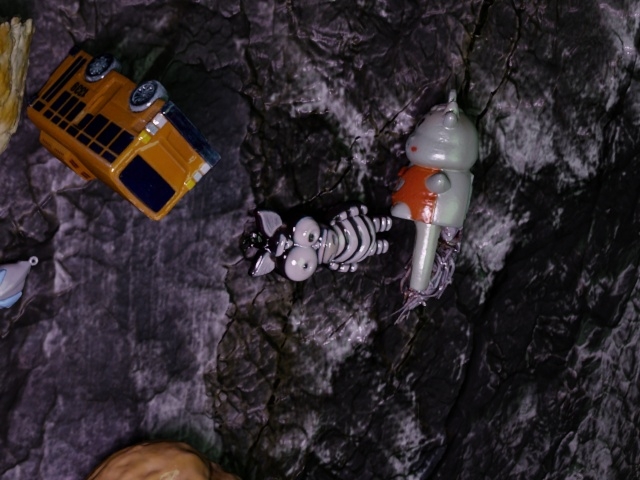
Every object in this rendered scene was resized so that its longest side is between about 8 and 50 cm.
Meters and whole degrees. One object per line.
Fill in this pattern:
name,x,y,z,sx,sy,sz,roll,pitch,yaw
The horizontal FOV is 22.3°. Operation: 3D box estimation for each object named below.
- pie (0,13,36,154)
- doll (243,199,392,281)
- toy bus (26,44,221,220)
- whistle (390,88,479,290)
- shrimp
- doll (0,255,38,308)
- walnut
pie,-0.361,-0.152,1.462,0.337,0.075,0.337,-51,158,-30
doll,0.000,0.000,1.933,0.219,0.067,0.091,-5,113,-40
toy bus,-0.203,-0.108,1.617,0.114,0.201,0.098,-48,133,-8
whistle,0.141,-0.063,2.014,0.102,0.106,0.253,-2,102,-60
shrimp,0.139,0.039,2.084,0.165,0.057,0.065,-59,151,-22
doll,-0.336,0.052,1.662,0.114,0.039,0.057,-40,95,-12
walnut,-0.187,0.350,1.794,0.224,0.257,0.257,37,78,-11
